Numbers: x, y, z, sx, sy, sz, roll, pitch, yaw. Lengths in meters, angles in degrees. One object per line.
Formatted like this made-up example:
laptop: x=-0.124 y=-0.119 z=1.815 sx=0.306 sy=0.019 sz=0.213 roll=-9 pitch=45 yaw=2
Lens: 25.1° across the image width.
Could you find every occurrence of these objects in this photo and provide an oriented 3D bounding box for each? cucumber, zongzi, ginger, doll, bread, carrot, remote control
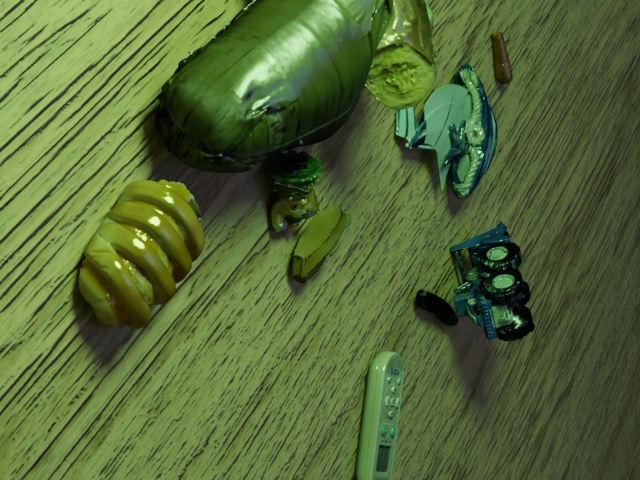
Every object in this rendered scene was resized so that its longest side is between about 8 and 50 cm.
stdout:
cucumber: x=0.192 y=0.108 z=2.370 sx=0.184 sy=0.033 sz=0.036 roll=34 pitch=39 yaw=-59
zongzi: x=-0.072 y=-0.149 z=1.765 sx=0.323 sy=0.160 sz=0.360 roll=-41 pitch=165 yaw=-27
ginger: x=0.077 y=-0.309 z=1.919 sx=0.219 sy=0.123 sz=0.270 roll=51 pitch=17 yaw=-29
doll: x=-0.043 y=-0.068 z=1.891 sx=0.078 sy=0.077 sz=0.113 roll=-27 pitch=151 yaw=-31
bread: x=-0.192 y=0.017 z=1.572 sx=0.177 sy=0.084 sz=0.119 roll=-60 pitch=142 yaw=-34
carrot: x=0.323 y=-0.325 z=2.569 sx=0.032 sy=0.032 sz=0.093 roll=-42 pitch=124 yaw=-53
remote control: x=0.089 y=0.278 z=2.183 sx=0.078 sy=0.042 sz=0.221 roll=21 pitch=76 yaw=-62

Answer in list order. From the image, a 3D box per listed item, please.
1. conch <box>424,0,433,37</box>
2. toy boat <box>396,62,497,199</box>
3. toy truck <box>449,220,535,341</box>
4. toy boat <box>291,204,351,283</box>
conch: x=0.137 y=-0.328 z=2.174 sx=0.180 sy=0.065 sz=0.088 roll=76 pitch=31 yaw=-42
toy boat: x=0.208 y=-0.158 z=2.337 sx=0.291 sy=0.070 sz=0.210 roll=-38 pitch=121 yaw=-51
toy truck: x=0.287 y=0.073 z=2.426 sx=0.208 sy=0.126 sz=0.113 roll=-84 pitch=160 yaw=-55
toy boat: x=0.000 y=0.000 z=1.975 sx=0.149 sy=0.047 sz=0.049 roll=-54 pitch=152 yaw=-42
